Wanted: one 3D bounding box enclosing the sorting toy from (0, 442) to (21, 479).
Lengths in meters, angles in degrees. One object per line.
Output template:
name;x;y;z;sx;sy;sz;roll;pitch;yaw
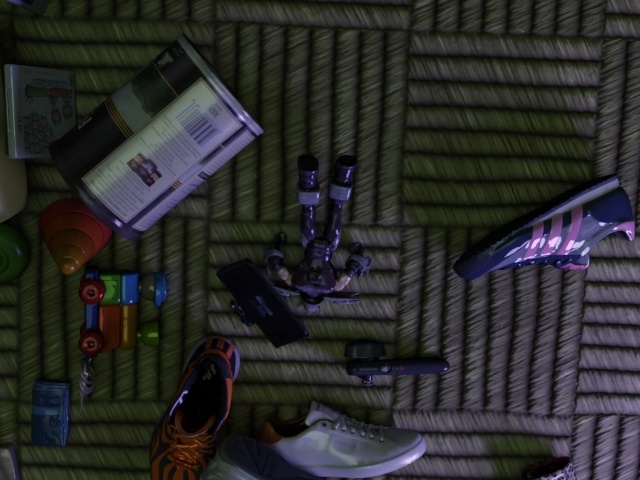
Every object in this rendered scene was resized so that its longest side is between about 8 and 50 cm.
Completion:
sorting toy;-0.656;0.513;1.421;0.257;0.089;0.256;-9;98;0

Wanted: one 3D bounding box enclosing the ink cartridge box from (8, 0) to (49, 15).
ink cartridge box;-0.445;-0.435;1.180;0.065;0.333;0.165;27;95;-8

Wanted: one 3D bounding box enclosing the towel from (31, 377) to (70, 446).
towel;-0.478;0.305;1.428;0.067;0.029;0.120;4;98;-1

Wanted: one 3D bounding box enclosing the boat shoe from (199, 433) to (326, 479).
boat shoe;-0.049;0.449;1.337;0.320;0.118;0.103;34;111;-5

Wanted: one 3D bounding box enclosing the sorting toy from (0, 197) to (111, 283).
sorting toy;-0.528;0.044;1.326;0.365;0.126;0.127;-15;125;0

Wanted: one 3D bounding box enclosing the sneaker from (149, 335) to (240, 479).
sneaker;-0.227;0.324;1.359;0.124;0.180;0.321;14;97;-3

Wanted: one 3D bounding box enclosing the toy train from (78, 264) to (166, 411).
toy train;-0.340;0.168;1.385;0.143;0.105;0.248;0;98;-15

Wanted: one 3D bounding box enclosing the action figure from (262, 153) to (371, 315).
action figure;0.000;0.000;1.367;0.185;0.099;0.285;4;111;-8

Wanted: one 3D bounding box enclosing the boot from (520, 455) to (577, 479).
boot;0.378;0.506;1.446;0.236;0.085;0.179;-21;95;-5

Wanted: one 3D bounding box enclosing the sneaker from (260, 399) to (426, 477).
sneaker;0.037;0.340;1.404;0.290;0.106;0.123;-6;100;1

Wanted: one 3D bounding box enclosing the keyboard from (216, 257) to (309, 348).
keyboard;-0.106;0.112;1.390;0.108;0.023;0.180;-24;112;33

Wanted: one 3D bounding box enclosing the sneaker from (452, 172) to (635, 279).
sneaker;0.385;0.011;1.367;0.319;0.112;0.131;-28;94;4

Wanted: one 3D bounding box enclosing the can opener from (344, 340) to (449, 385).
can opener;0.134;0.218;1.414;0.186;0.059;0.073;4;97;-1

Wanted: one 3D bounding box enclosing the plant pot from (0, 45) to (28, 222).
plant pot;-0.587;-0.166;1.270;0.274;0.275;0.294;-17;115;1

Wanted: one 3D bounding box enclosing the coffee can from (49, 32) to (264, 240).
coffee can;-0.257;-0.163;1.286;0.275;0.201;0.201;-39;96;3

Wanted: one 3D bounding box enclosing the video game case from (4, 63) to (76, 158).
video game case;-0.447;-0.206;1.301;0.019;0.157;0.143;2;98;19
